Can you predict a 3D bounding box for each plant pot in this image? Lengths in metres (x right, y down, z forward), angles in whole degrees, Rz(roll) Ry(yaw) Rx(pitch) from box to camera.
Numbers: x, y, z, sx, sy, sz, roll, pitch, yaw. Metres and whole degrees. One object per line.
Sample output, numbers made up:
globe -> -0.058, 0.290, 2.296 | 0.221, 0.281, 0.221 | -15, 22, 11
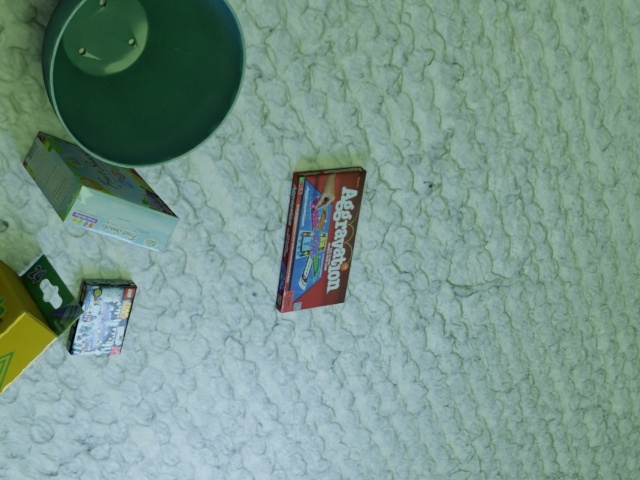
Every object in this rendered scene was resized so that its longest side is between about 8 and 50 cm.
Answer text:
plant pot -> -0.281, -0.276, 1.597 | 0.290, 0.195, 0.290 | -16, 124, -26

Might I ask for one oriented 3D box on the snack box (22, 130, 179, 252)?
snack box -> -0.336, -0.074, 1.672 | 0.174, 0.207, 0.070 | 20, 103, -39

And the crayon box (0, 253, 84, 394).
crayon box -> -0.533, 0.156, 1.680 | 0.323, 0.203, 0.083 | -45, 131, -4

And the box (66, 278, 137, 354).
box -> -0.375, 0.132, 1.884 | 0.094, 0.027, 0.137 | 2, 114, -35

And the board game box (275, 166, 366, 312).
board game box -> 0.000, 0.000, 2.054 | 0.145, 0.027, 0.281 | -8, 120, -31
